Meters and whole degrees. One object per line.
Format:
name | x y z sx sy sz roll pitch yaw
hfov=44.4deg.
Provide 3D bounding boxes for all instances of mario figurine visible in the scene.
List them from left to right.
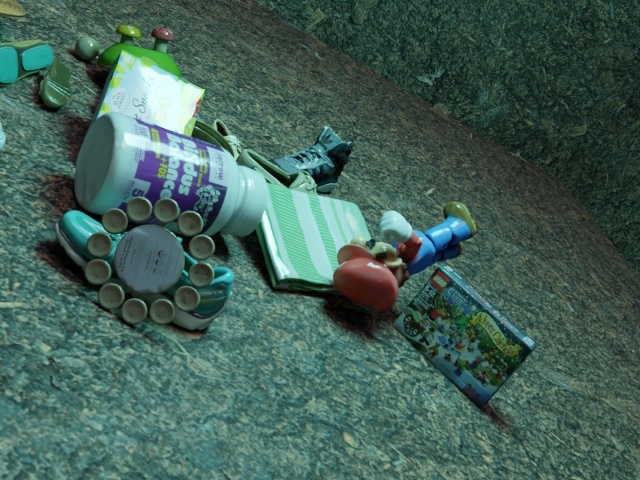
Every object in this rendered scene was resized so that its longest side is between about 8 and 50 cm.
mario figurine | 0.144 0.008 1.518 0.320 0.198 0.170 -24 29 -36

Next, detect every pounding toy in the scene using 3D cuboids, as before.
pounding toy | -0.415 -0.434 1.755 0.237 0.110 0.183 22 15 34

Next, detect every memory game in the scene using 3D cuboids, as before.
memory game | -0.240 0.029 1.105 0.186 0.186 0.012 33 -3 -3

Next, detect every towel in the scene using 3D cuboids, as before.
towel | 0.000 0.000 1.556 0.325 0.038 0.248 10 51 -45

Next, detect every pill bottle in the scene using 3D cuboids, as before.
pill bottle | -0.246 -0.098 1.337 0.301 0.169 0.169 15 30 -37

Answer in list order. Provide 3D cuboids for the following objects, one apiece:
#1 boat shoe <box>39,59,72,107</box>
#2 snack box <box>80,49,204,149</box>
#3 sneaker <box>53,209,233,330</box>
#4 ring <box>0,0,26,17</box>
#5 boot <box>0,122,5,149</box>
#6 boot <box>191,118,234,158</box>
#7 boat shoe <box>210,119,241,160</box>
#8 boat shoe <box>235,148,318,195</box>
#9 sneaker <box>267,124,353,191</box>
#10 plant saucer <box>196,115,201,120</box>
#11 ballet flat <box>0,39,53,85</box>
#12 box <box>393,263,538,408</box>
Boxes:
boat shoe | -0.522 -0.297 1.532 0.056 0.048 0.153 33 26 -36
snack box | -0.329 -0.222 1.460 0.174 0.070 0.207 24 62 -24
sneaker | -0.256 0.023 1.162 0.275 0.110 0.107 28 23 -12
ring | -0.760 -0.503 1.553 0.337 0.032 0.336 22 15 -7
boot | -0.583 -0.263 1.266 0.258 0.123 0.095 42 24 18
boot | -0.323 -0.252 1.652 0.283 0.109 0.220 18 21 -26
boat shoe | -0.209 -0.211 1.747 0.063 0.059 0.170 8 34 -47
boat shoe | -0.054 -0.097 1.682 0.302 0.098 0.109 26 24 -18
sneaker | -0.025 -0.198 1.848 0.101 0.153 0.268 46 25 26
plant saucer | -0.299 -0.298 1.726 0.067 0.018 0.192 42 -10 16
ballet flat | -0.598 -0.340 1.493 0.073 0.080 0.232 8 18 10
box | 0.272 0.180 1.496 0.233 0.159 0.044 43 25 21
